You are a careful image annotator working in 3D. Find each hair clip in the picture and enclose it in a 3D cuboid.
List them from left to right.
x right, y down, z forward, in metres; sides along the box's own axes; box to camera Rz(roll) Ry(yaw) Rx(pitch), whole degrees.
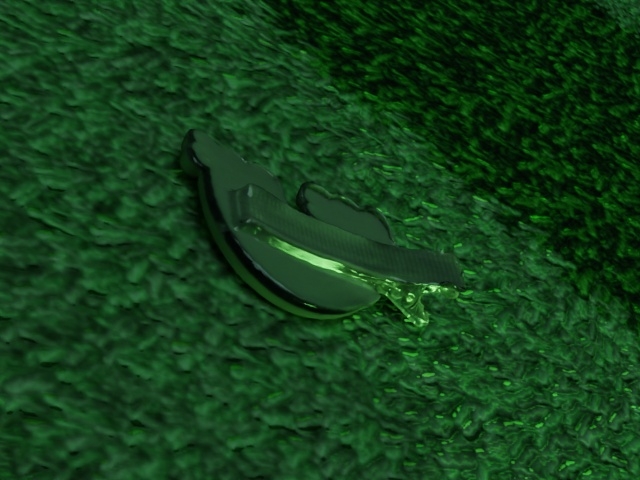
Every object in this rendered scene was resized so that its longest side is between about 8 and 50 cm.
[{"bbox_3d":[0.000,0.000,1.011,0.220,0.054,0.140,22,40,-24],"label":"hair clip"}]
